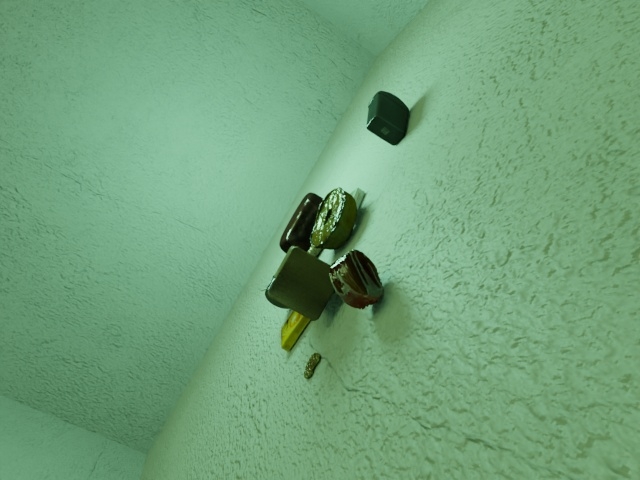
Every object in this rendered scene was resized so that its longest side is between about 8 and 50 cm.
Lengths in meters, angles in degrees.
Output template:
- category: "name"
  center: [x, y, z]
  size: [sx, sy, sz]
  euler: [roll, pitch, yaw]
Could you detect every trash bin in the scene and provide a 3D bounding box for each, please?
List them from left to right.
- category: "trash bin"
  center: [0.291, -0.536, 1.768]
  size: [0.101, 0.176, 0.236]
  euler: [-45, 24, 44]

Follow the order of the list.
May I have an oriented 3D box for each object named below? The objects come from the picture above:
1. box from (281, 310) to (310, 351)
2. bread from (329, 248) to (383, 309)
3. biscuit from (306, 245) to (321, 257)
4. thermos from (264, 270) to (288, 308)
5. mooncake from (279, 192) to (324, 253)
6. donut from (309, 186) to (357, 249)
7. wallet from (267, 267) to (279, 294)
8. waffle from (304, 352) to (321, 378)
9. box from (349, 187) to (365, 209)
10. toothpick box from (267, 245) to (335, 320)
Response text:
- category: "box"
  center: [-0.069, 0.281, 1.579]
  size: [0.269, 0.043, 0.152]
  euler: [-56, 12, 9]
- category: "bread"
  center: [0.098, 0.107, 1.108]
  size: [0.073, 0.160, 0.160]
  euler: [-35, 24, 29]
- category: "biscuit"
  center: [0.000, 0.000, 1.894]
  size: [0.055, 0.061, 0.219]
  euler: [38, 98, 39]
- category: "thermos"
  center: [-0.140, 0.176, 1.882]
  size: [0.265, 0.146, 0.176]
  euler: [-66, -10, -46]
- category: "mooncake"
  center: [-0.059, -0.076, 2.015]
  size: [0.326, 0.174, 0.334]
  euler: [-63, 12, -26]
- category: "donut"
  center: [0.063, -0.083, 1.692]
  size: [0.272, 0.107, 0.272]
  euler: [-48, 30, 40]
- category: "wallet"
  center: [-0.115, 0.162, 1.732]
  size: [0.231, 0.170, 0.069]
  euler: [-59, -29, -48]
- category: "waffle"
  center: [-0.029, 0.387, 1.267]
  size: [0.085, 0.016, 0.078]
  euler: [-63, 10, -18]
- category: "box"
  center: [0.129, -0.160, 1.807]
  size: [0.152, 0.048, 0.100]
  euler: [-29, 31, 60]
- category: "toothpick box"
  center: [-0.066, 0.127, 1.450]
  size: [0.187, 0.190, 0.308]
  euler: [-62, 8, 1]
